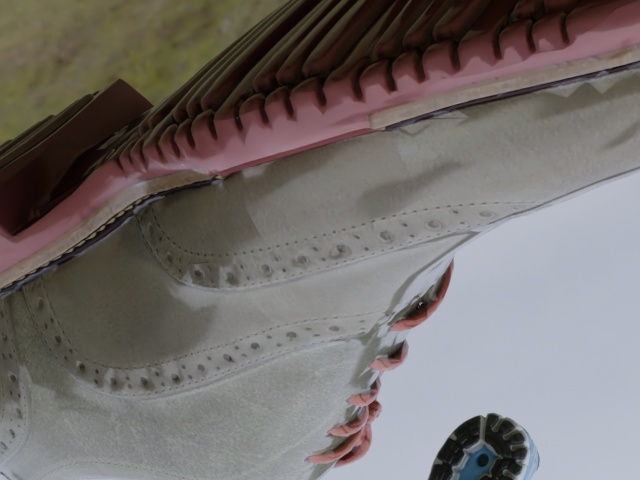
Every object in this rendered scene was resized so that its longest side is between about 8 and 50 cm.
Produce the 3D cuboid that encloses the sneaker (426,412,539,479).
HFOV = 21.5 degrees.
[{"bbox_3d":[0.076,0.176,1.029,0.162,0.063,0.073,-44,151,12],"label":"sneaker"}]

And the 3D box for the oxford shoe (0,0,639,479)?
[{"bbox_3d":[0.000,0.000,0.490,0.348,0.130,0.123,-18,-162,45],"label":"oxford shoe"}]
